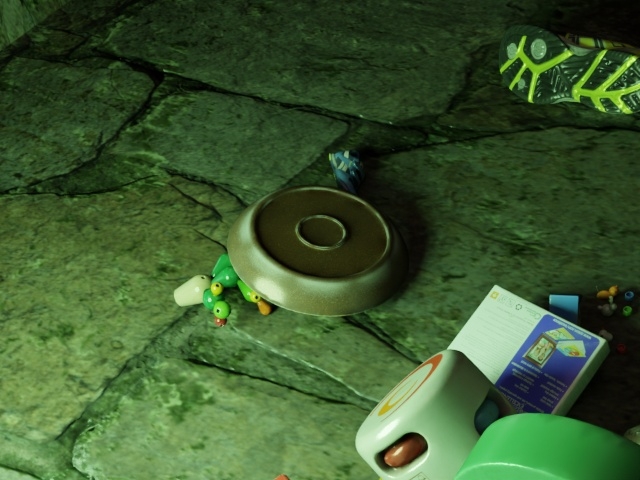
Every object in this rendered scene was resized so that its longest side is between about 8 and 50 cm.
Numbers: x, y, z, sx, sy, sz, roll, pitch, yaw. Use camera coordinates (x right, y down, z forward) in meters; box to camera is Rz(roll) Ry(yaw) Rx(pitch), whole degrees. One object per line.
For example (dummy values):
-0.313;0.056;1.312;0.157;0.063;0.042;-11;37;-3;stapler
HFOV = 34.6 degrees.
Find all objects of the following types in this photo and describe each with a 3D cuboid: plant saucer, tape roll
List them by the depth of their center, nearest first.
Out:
0.298;0.326;1.122;0.321;0.321;0.077;17;51;34;tape roll
0.000;0.000;1.726;0.311;0.050;0.310;5;42;-4;plant saucer

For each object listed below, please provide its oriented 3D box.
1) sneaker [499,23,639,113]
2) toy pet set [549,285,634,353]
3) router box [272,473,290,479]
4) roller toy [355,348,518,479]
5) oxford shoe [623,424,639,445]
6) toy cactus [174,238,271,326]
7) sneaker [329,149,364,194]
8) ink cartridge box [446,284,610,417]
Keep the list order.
0.497;-0.317;1.943;0.147;0.145;0.385;-7;27;-37;sneaker
0.404;0.100;1.533;0.114;0.065;0.122;2;44;22;toy pet set
-0.092;0.494;1.261;0.335;0.082;0.301;-33;42;-17;router box
0.155;0.254;1.347;0.209;0.191;0.146;-43;89;-7;roller toy
0.560;0.237;1.280;0.364;0.130;0.132;-8;22;-2;oxford shoe
-0.166;0.073;1.769;0.181;0.112;0.219;-22;39;26;toy cactus
0.055;-0.125;1.925;0.059;0.053;0.144;-15;41;1;sneaker
0.275;0.189;1.483;0.206;0.045;0.208;29;74;42;ink cartridge box
